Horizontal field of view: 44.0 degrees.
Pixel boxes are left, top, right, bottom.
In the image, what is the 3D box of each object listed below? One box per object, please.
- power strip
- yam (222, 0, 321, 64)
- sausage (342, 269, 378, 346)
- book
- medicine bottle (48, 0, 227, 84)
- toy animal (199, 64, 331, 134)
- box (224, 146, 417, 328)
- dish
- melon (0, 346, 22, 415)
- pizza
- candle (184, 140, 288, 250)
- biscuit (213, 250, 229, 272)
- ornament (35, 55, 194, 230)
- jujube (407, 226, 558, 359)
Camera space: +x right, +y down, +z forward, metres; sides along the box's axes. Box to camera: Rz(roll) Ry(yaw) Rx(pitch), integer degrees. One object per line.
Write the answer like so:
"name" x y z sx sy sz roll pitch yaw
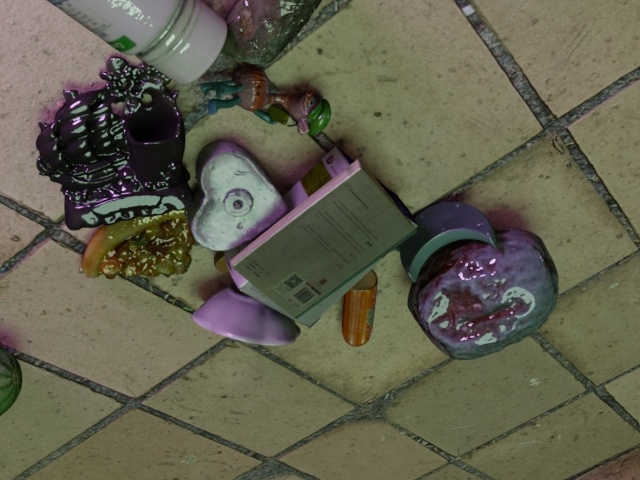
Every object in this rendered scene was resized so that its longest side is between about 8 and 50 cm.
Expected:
"power strip" 0.228 -0.002 1.542 0.216 0.137 0.044 -23 144 17
"yam" -0.070 -0.332 1.137 0.107 0.107 0.183 21 130 -33
"sausage" 0.083 0.157 1.719 0.071 0.071 0.234 -8 137 -8
"book" 0.009 0.010 1.387 0.283 0.025 0.215 -36 133 9
"medicine bottle" -0.249 -0.322 1.068 0.139 0.139 0.237 -38 135 23
"toy animal" -0.090 -0.219 1.263 0.208 0.100 0.103 4 157 -32
"box" 0.000 0.000 1.465 0.299 0.106 0.200 -44 132 13
"dish" -0.139 0.135 1.574 0.230 0.229 0.081 9 100 -24
"melon" -0.731 0.296 1.553 0.288 0.182 0.182 -18 138 1
"pizza" -0.310 0.014 1.463 0.292 0.058 0.197 -26 137 12
"candle" -0.142 -0.072 1.376 0.169 0.068 0.192 5 115 -19
"biscuit" -0.129 -0.005 1.511 0.184 0.035 0.248 -24 137 4
"ornament" -0.330 -0.159 1.256 0.251 0.106 0.260 -14 133 -5
"jujube" 0.328 0.109 1.624 0.308 0.215 0.246 -19 102 23
